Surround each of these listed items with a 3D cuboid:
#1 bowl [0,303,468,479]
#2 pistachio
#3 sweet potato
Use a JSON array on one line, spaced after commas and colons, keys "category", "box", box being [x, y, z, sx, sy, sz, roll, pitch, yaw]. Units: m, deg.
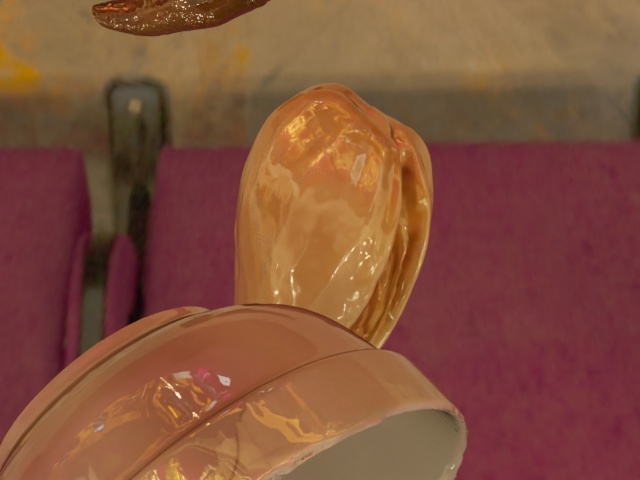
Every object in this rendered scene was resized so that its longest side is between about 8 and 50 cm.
[{"category": "bowl", "box": [-0.072, 0.139, 0.933, 0.144, 0.287, 0.287, 48, 120, 22]}, {"category": "pistachio", "box": [0.000, 0.000, 1.279, 0.157, 0.157, 0.229, 11, 98, -5]}, {"category": "sweet potato", "box": [-0.039, -0.208, 1.291, 0.274, 0.067, 0.067, -20, 119, 8]}]
